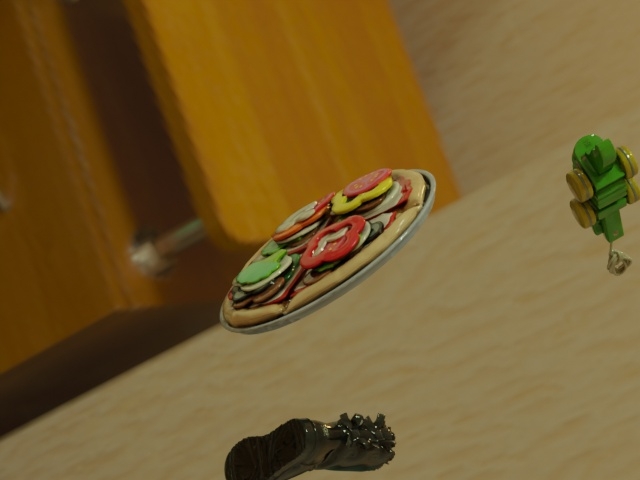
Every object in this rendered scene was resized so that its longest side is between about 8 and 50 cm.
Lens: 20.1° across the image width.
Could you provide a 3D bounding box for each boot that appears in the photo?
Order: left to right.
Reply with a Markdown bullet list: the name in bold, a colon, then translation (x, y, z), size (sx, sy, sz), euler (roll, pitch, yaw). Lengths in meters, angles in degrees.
- **boot**: translation (-0.006, 0.172, 1.455), size (0.099, 0.121, 0.045), euler (7, 61, -40)

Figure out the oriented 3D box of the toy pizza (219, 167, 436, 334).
- **toy pizza**: translation (0.000, 0.000, 1.406), size (0.032, 0.201, 0.201), euler (55, 34, -17)

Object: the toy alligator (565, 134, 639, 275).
- **toy alligator**: translation (0.241, -0.039, 1.568), size (0.051, 0.056, 0.189), euler (58, -7, 35)
